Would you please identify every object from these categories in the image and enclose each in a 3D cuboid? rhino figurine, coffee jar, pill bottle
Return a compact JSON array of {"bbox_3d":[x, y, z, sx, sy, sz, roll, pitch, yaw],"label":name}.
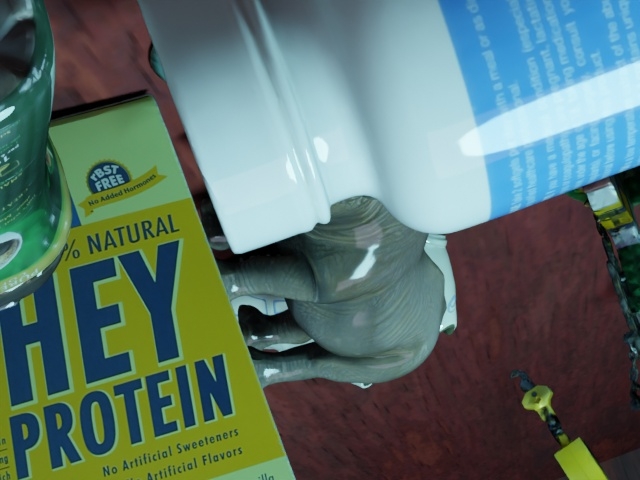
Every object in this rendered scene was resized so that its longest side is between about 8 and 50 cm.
[{"bbox_3d":[0.000,0.000,0.862,0.106,0.073,0.243,-8,151,4],"label":"rhino figurine"},{"bbox_3d":[-0.127,-0.028,0.584,0.096,0.079,0.184,-21,165,-12],"label":"coffee jar"},{"bbox_3d":[0.062,-0.075,0.584,0.222,0.124,0.124,-20,166,-2],"label":"pill bottle"}]

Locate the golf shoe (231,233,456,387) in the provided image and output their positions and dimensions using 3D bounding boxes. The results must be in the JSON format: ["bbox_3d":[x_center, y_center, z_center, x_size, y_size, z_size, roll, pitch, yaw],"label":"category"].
[{"bbox_3d":[-0.007,0.043,1.006,0.176,0.086,0.069,-27,166,30],"label":"golf shoe"}]

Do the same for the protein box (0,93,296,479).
[{"bbox_3d":[-0.111,0.082,0.768,0.136,0.199,0.201,-16,165,-19],"label":"protein box"}]

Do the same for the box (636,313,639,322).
[{"bbox_3d":[0.286,0.046,1.387,0.087,0.102,0.101,-18,165,-17],"label":"box"}]

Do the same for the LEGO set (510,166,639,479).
[{"bbox_3d":[0.186,0.009,0.711,0.255,0.331,0.192,-11,161,17],"label":"LEGO set"}]

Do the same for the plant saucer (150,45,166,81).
[{"bbox_3d":[-0.002,-0.075,0.702,0.119,0.021,0.119,-19,165,-5],"label":"plant saucer"}]
